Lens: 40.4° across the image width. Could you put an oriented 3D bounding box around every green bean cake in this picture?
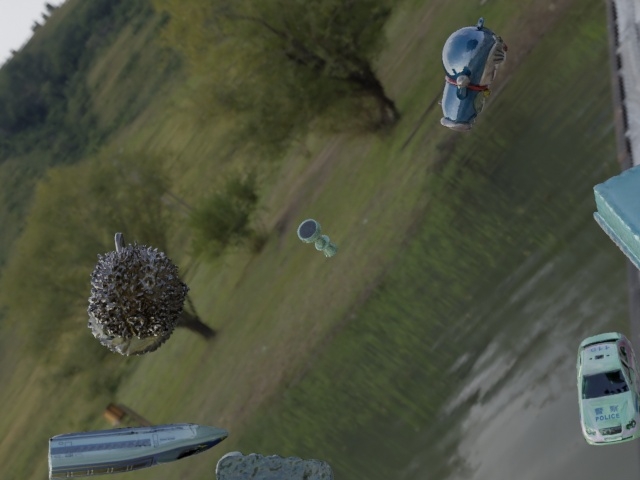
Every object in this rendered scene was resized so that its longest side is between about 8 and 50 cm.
[{"bbox_3d":[-0.071,0.426,1.343,0.094,0.184,0.184,70,-158,-70],"label":"green bean cake"}]

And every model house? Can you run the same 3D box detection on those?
[{"bbox_3d":[0.686,0.007,1.634,0.230,0.249,0.281,-27,43,4],"label":"model house"}]

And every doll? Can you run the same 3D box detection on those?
[{"bbox_3d":[0.204,-0.228,1.187,0.114,0.085,0.152,-50,-27,-67],"label":"doll"}]

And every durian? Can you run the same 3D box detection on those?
[{"bbox_3d":[-0.296,0.079,1.355,0.166,0.196,0.196,-4,-32,-39],"label":"durian"}]

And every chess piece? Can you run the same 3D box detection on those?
[{"bbox_3d":[0.000,0.000,1.511,0.042,0.093,0.042,-15,58,26],"label":"chess piece"}]

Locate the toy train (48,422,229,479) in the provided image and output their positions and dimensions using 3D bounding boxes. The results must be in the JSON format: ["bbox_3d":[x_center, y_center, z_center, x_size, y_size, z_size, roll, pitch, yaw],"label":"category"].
[{"bbox_3d":[-0.246,0.292,1.208,0.048,0.251,0.055,-112,29,-44],"label":"toy train"}]

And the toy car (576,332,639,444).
[{"bbox_3d":[0.437,0.218,1.326,0.090,0.076,0.224,-15,23,22],"label":"toy car"}]
